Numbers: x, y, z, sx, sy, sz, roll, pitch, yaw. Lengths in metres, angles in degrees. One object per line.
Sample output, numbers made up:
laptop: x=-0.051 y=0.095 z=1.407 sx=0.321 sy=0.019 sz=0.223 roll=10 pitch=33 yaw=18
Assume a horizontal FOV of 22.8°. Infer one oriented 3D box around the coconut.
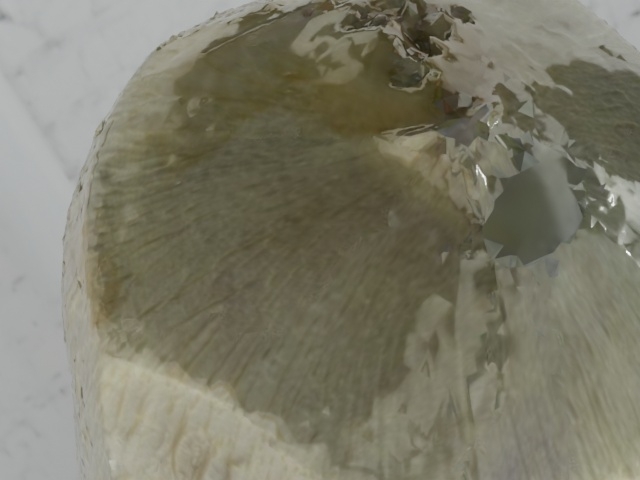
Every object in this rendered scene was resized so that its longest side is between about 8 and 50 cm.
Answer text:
coconut: x=0.045 y=0.038 z=0.767 sx=0.346 sy=0.360 sz=0.346 roll=6 pitch=-118 yaw=-11
